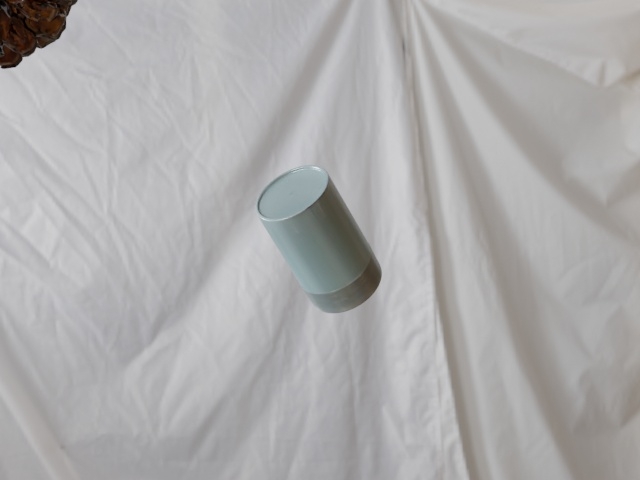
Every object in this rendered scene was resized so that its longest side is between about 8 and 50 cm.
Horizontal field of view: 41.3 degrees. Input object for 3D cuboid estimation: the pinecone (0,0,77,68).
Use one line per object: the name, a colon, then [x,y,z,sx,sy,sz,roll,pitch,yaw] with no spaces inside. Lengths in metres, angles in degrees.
pinecone: [-0.334,-0.263,0.818,0.222,0.221,0.221,-4,6,0]

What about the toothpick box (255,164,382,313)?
toothpick box: [0.000,0.000,0.530,0.052,0.083,0.052,-19,37,15]
